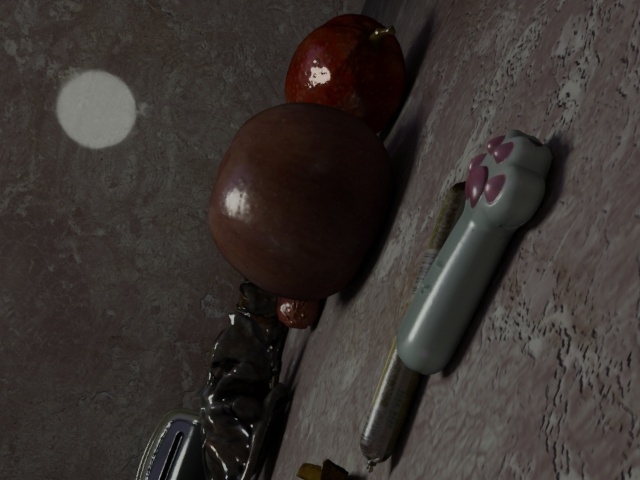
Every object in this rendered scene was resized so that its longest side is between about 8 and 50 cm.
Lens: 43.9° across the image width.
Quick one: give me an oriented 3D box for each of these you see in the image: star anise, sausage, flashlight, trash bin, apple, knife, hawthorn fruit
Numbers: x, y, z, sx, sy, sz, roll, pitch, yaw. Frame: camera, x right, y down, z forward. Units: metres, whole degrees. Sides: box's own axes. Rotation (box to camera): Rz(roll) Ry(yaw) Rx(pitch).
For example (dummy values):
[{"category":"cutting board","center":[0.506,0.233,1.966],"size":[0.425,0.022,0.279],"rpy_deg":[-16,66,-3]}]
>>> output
[{"category":"star anise","center":[-0.129,0.297,1.290],"size":[0.316,0.139,0.360],"rpy_deg":[-156,74,-80]},{"category":"star anise","center":[-0.109,0.109,1.649],"size":[0.332,0.117,0.332],"rpy_deg":[-167,90,-88]},{"category":"sausage","center":[0.086,0.065,0.671],"size":[0.033,0.032,0.269],"rpy_deg":[153,138,-79]},{"category":"flashlight","center":[0.109,0.011,0.599],"size":[0.093,0.047,0.200],"rpy_deg":[-89,22,-70]},{"category":"trash bin","center":[-0.248,0.444,1.513],"size":[0.290,0.182,0.210],"rpy_deg":[114,175,-67]},{"category":"sausage","center":[-0.036,0.101,1.332],"size":[0.141,0.076,0.076],"rpy_deg":[-103,35,-75]},{"category":"apple","center":[-0.034,-0.061,1.133],"size":[0.306,0.234,0.306],"rpy_deg":[-160,90,-82]},{"category":"knife","center":[-0.088,0.243,1.510],"size":[0.222,0.021,0.046],"rpy_deg":[-79,16,-60]},{"category":"hawthorn fruit","center":[0.054,-0.277,1.311],"size":[0.253,0.205,0.205],"rpy_deg":[-50,19,47]}]

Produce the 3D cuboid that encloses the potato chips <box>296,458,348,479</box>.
[{"category":"potato chips","center":[0.002,0.239,0.804],"size":[0.026,0.037,0.204],"rpy_deg":[-60,-1,-17]}]
